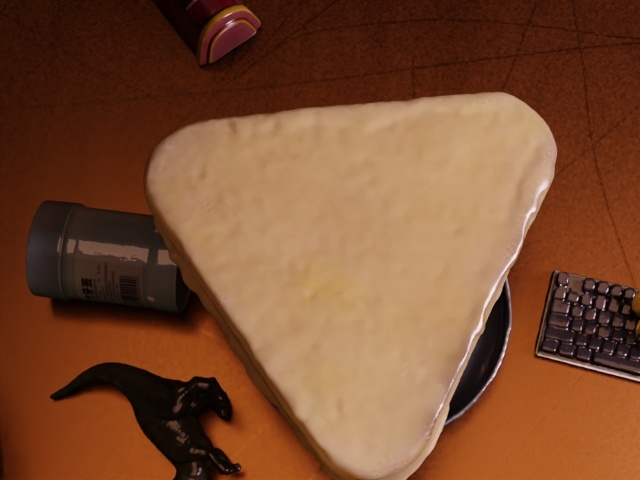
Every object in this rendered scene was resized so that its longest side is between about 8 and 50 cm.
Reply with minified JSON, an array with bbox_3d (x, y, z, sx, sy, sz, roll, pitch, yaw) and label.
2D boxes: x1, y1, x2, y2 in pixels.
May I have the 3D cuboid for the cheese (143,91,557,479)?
[{"bbox_3d":[0.001,-0.001,1.245,0.384,0.104,0.384,-1,72,4],"label":"cheese"}]

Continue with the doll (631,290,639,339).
[{"bbox_3d":[0.393,0.078,1.290,0.179,0.089,0.102,9,30,4],"label":"doll"}]

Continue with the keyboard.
[{"bbox_3d":[0.378,0.104,1.338,0.317,0.027,0.106,13,74,8],"label":"keyboard"}]

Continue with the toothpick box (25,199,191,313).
[{"bbox_3d":[-0.210,0.017,1.367,0.153,0.101,0.101,8,73,6],"label":"toothpick box"}]

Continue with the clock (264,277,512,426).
[{"bbox_3d":[0.052,0.072,1.356,0.281,0.055,0.280,-1,72,4],"label":"clock"}]

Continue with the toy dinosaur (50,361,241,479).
[{"bbox_3d":[-0.172,0.199,1.315,0.179,0.087,0.187,-14,71,-2],"label":"toy dinosaur"}]

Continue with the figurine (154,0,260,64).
[{"bbox_3d":[-0.143,-0.279,1.460,0.082,0.098,0.154,-36,76,-4],"label":"figurine"}]
